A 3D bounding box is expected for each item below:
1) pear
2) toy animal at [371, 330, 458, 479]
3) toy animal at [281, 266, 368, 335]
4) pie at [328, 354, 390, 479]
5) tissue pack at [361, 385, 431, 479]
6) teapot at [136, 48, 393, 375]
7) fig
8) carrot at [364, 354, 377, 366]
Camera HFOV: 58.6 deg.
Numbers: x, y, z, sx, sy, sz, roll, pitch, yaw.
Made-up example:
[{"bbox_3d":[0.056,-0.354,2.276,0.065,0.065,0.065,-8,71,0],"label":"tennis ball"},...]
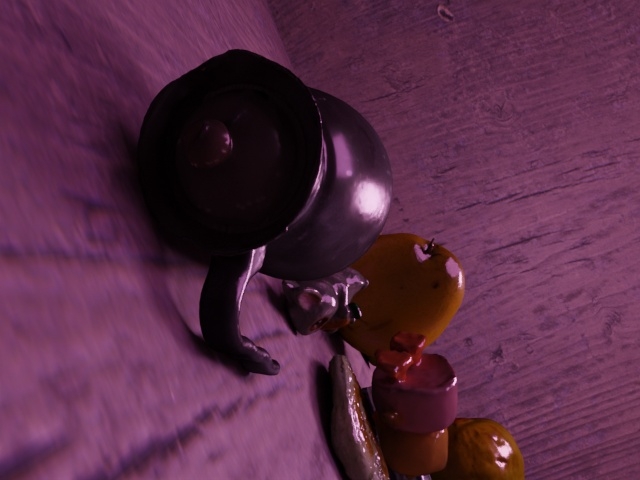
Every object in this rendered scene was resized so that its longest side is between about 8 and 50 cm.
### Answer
[{"bbox_3d":[0.164,0.107,1.227,0.285,0.336,0.285,36,36,-32],"label":"pear"},{"bbox_3d":[0.171,0.328,1.078,0.195,0.169,0.281,-27,130,-52],"label":"toy animal"},{"bbox_3d":[-0.011,0.098,0.919,0.236,0.138,0.108,-5,113,-59],"label":"toy animal"},{"bbox_3d":[0.056,0.297,0.927,0.240,0.054,0.241,-19,90,-84],"label":"pie"},{"bbox_3d":[0.173,0.444,1.246,0.185,0.081,0.257,58,13,-66],"label":"tissue pack"},{"bbox_3d":[-0.076,-0.038,0.586,0.223,0.305,0.285,33,5,17],"label":"teapot"},{"bbox_3d":[0.461,0.717,1.748,0.343,0.343,0.343,-22,90,-83],"label":"fig"},{"bbox_3d":[0.108,0.221,1.480,0.074,0.074,0.359,-104,168,-47],"label":"carrot"}]
